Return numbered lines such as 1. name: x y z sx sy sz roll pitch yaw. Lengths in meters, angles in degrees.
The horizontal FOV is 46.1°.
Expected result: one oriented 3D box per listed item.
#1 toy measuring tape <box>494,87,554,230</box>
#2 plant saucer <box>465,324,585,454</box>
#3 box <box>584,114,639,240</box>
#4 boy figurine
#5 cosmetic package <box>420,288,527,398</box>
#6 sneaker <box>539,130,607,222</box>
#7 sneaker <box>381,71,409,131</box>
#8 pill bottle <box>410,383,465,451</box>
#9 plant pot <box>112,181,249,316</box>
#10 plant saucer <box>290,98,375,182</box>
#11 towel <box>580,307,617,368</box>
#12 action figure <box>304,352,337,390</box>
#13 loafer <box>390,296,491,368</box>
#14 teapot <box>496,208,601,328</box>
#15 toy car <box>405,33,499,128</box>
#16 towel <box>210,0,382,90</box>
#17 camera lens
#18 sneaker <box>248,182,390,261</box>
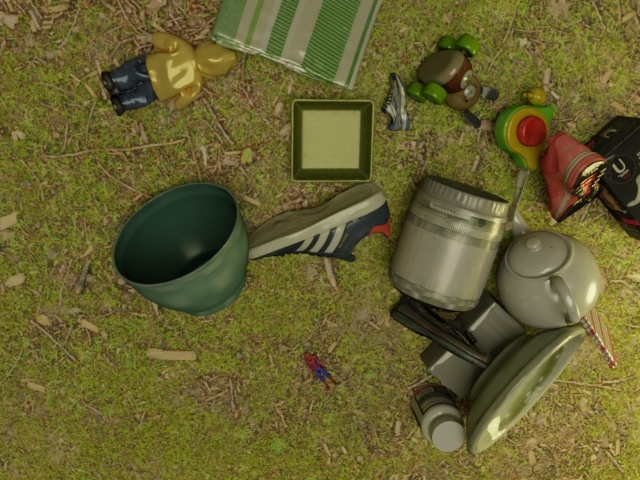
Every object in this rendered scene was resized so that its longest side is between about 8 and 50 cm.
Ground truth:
1. toy measuring tape: 0.437 -0.193 1.719 0.121 0.121 0.330 16 98 -10
2. plant saucer: 0.464 0.333 1.794 0.100 0.400 0.400 43 99 26
3. box: 0.744 -0.138 1.759 0.165 0.143 0.270 -42 105 4
4. boy figurine: -0.322 -0.368 1.611 0.285 0.092 0.177 -22 108 -1
5. cosmetic package: 0.374 0.255 1.849 0.127 0.107 0.238 43 100 -14
6. sneaker: 0.557 -0.151 1.698 0.116 0.314 0.136 -34 68 -3
7. sneaker: 0.165 -0.310 1.701 0.058 0.052 0.135 -10 104 3
8. pill bottle: 0.291 0.438 1.846 0.108 0.180 0.108 -2 106 -5
9. plant pot: -0.278 0.043 1.650 0.293 0.293 0.196 -24 133 1
10. plant saucer: 0.025 -0.229 1.709 0.188 0.045 0.188 -1 105 -6
11. towel: 0.665 0.204 1.847 0.029 0.144 0.197 -30 107 24
12. action figure: -0.004 0.321 1.864 0.038 0.030 0.115 -35 104 9
13. loafer: 0.289 0.206 1.769 0.267 0.096 0.084 28 83 31
14. teapot: 0.512 0.068 1.720 0.252 0.256 0.187 -56 135 -26
15. toy car: 0.316 -0.338 1.671 0.188 0.149 0.155 35 88 -25
16. towel: -0.046 -0.484 1.615 0.324 0.038 0.248 19 87 -9
17. camera lens: 0.289 0.011 1.711 0.219 0.219 0.274 15 103 -10
18. sneaker: 0.000 0.000 1.730 0.350 0.131 0.148 -20 119 6
